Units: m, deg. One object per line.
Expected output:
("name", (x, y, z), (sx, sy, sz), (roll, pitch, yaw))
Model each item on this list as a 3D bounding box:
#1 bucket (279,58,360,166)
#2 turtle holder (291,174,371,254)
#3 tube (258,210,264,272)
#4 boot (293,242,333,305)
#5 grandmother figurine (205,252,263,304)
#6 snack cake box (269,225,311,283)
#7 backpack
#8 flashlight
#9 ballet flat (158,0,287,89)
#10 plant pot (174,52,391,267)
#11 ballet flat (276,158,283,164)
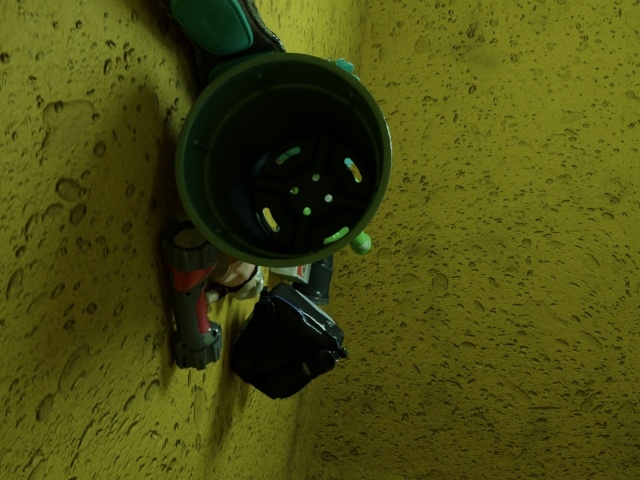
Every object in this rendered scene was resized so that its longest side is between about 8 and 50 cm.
("bucket", (-0.013, -0.324, 1.676), (0.281, 0.183, 0.281), (1, 90, -66))
("turtle holder", (0.055, -0.109, 2.133), (0.227, 0.321, 0.243), (-148, -101, -82))
("tube", (-0.169, 0.023, 1.637), (0.062, 0.070, 0.240), (33, 52, -31))
("boot", (0.000, 0.000, 2.419), (0.367, 0.146, 0.444), (-80, -179, -85))
("grandmother figurine", (-0.178, 0.057, 1.381), (0.104, 0.208, 0.342), (56, -10, 12))
("snack cake box", (-0.087, 0.050, 2.092), (0.264, 0.089, 0.152), (54, 48, -78))
("backpack", (-0.098, 0.268, 1.682), (0.263, 0.276, 0.213), (-49, 178, 15))
("flashlight", (-0.223, 0.104, 1.176), (0.103, 0.103, 0.304), (-75, 169, -50))
("ballet flat", (-0.150, -0.356, 1.083), (0.483, 0.164, 0.181), (65, 14, -73))
("plant pot", (-0.037, -0.110, 1.156), (0.334, 0.341, 0.340), (35, 64, -80))
("ballet flat", (-0.090, -0.264, 1.812), (0.073, 0.067, 0.206), (84, 17, -67))
